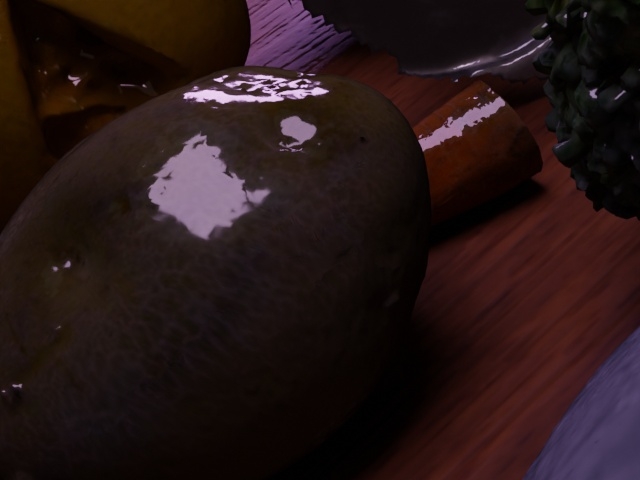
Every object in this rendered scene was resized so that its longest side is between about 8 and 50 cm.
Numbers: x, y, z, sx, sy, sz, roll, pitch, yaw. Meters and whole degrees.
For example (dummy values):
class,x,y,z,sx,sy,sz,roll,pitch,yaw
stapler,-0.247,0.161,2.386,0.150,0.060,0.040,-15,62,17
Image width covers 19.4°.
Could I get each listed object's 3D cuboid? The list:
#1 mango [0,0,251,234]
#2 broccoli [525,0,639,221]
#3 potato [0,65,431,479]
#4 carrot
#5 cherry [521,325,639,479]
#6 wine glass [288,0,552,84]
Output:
class,x,y,z,sx,sy,sz,roll,pitch,yaw
mango,-0.211,-0.092,1.086,0.365,0.182,0.253,-24,32,21
broccoli,0.226,-0.090,0.636,0.317,0.277,0.338,-43,-16,11
potato,-0.055,0.022,0.807,0.235,0.160,0.178,-33,14,4
carrot,0.000,0.000,0.915,0.224,0.057,0.057,-31,30,-5
cherry,0.159,0.104,0.457,0.296,0.218,0.255,-34,38,-9
wine glass,0.035,-0.239,1.071,0.238,0.238,0.323,-22,35,-1
